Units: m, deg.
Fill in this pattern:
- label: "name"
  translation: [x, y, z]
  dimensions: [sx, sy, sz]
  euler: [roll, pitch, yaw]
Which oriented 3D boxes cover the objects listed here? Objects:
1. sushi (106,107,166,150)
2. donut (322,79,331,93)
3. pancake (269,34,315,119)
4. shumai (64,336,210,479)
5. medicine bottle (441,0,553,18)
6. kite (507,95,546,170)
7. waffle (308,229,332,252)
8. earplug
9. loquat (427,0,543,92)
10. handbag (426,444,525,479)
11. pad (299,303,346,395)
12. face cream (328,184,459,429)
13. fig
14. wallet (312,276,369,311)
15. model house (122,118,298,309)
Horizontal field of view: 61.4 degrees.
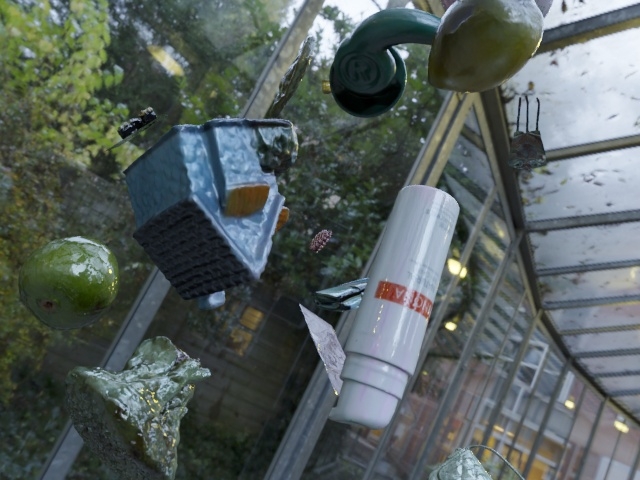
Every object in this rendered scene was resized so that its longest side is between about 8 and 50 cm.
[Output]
- label: "sushi"
  translation: [-0.520, -0.326, 1.519]
  dimensions: [0.043, 0.192, 0.279]
  euler: [58, -4, -17]
- label: "donut"
  translation: [0.018, -0.513, 1.811]
  dimensions: [0.067, 0.038, 0.083]
  euler: [-10, 7, -29]
- label: "pancake"
  translation: [-0.075, -0.428, 1.415]
  dimensions: [0.042, 0.223, 0.236]
  euler: [27, -33, -13]
- label: "shumai"
  translation: [-0.462, 0.437, 1.448]
  dimensions: [0.324, 0.323, 0.398]
  euler: [-14, -70, 42]
- label: "medicine bottle"
  translation: [0.371, -0.520, 1.121]
  dimensions: [0.152, 0.152, 0.253]
  euler: [17, 22, 38]
- label: "kite"
  translation: [0.651, -0.335, 1.684]
  dimensions: [0.127, 0.230, 0.016]
  euler: [11, 19, 41]
- label: "waffle"
  translation: [0.000, 0.000, 1.569]
  dimensions: [0.029, 0.083, 0.075]
  euler: [42, -13, -18]
- label: "earplug"
  translation: [0.129, -0.374, 1.125]
  dimensions: [0.164, 0.257, 0.280]
  euler: [44, 16, 0]
- label: "loquat"
  translation: [0.249, -0.309, 0.841]
  dimensions: [0.152, 0.152, 0.195]
  euler: [31, -48, -20]
- label: "handbag"
  translation: [0.404, 0.631, 1.319]
  dimensions: [0.256, 0.219, 0.079]
  euler: [53, -12, 28]
- label: "pad"
  translation: [0.024, 0.195, 0.912]
  dimensions: [0.113, 0.006, 0.188]
  euler: [40, 17, -45]
- label: "face cream"
  translation: [0.106, 0.092, 0.757]
  dimensions: [0.101, 0.346, 0.102]
  euler: [17, -19, 6]
- label: "fig"
  translation: [-0.788, 0.121, 1.742]
  dimensions: [0.316, 0.316, 0.316]
  euler: [25, -12, 6]
- label: "wallet"
  translation: [0.119, 0.178, 1.836]
  dimensions: [0.250, 0.075, 0.176]
  euler: [-13, 8, -31]
- label: "model house"
  translation: [-0.198, -0.036, 1.124]
  dimensions: [0.297, 0.339, 0.360]
  euler: [-5, -8, -41]
